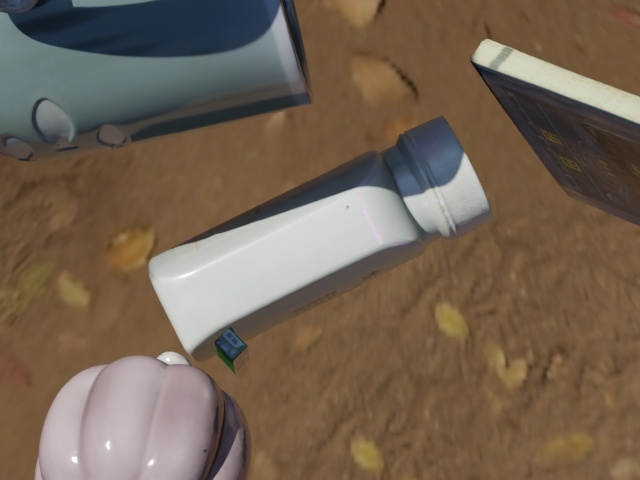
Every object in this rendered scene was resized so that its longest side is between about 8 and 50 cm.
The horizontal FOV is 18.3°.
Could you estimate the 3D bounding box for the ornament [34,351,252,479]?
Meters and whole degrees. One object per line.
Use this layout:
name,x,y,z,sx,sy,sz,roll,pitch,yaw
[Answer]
ornament,-0.142,0.173,1.620,0.177,0.177,0.177,0,103,2

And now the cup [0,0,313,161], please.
cup,-0.170,-0.200,1.546,0.274,0.357,0.259,-14,90,4

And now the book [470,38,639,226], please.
book,0.242,-0.043,1.371,0.025,0.269,0.191,-54,139,-11

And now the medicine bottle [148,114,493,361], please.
medicine bottle,0.000,0.000,1.768,0.296,0.161,0.111,-28,92,-1

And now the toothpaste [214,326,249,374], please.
toothpaste,-0.064,0.079,1.436,0.017,0.083,0.020,-44,83,-8
